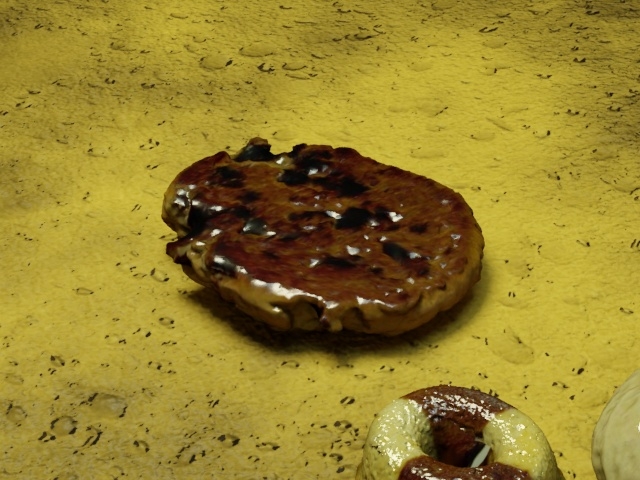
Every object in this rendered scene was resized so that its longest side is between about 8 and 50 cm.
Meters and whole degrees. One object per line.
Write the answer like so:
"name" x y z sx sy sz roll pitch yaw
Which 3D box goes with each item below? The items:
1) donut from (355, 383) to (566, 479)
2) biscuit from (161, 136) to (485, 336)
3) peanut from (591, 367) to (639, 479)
"donut" 0.117 0.189 1.324 0.166 0.073 0.184 -23 37 -26
"biscuit" -0.003 0.002 1.617 0.334 0.081 0.289 26 41 30
"peanut" 0.293 0.167 1.312 0.141 0.109 0.159 -9 35 -12
